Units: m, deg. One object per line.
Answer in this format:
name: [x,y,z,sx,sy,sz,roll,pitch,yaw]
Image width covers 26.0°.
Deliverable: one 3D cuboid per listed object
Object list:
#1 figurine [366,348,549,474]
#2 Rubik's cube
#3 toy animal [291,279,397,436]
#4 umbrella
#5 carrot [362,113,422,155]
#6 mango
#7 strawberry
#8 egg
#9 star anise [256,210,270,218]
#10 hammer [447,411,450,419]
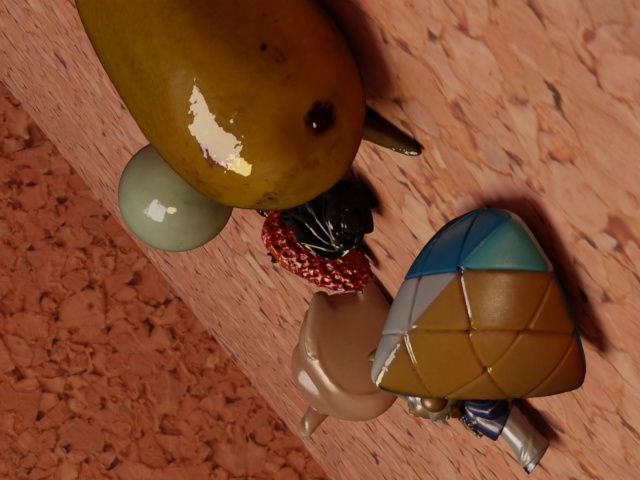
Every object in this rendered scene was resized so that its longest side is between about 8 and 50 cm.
figurine: [0.197,0.212,1.918,0.274,0.133,0.194,37,-177,29]
Rubik's cube: [0.143,0.079,1.571,0.254,0.254,0.254,48,165,17]
toy animal: [0.038,0.188,2.213,0.256,0.195,0.213,129,120,-78]
umbrella: [-0.029,-0.068,1.986,0.118,0.118,0.340,61,168,-30]
carrot: [0.041,-0.145,1.705,0.254,0.049,0.049,30,154,47]
mango: [-0.132,-0.225,1.630,0.445,0.232,0.300,46,149,23]
strawberry: [0.000,0.000,2.074,0.188,0.121,0.082,30,145,19]
egg: [-0.254,-0.081,2.439,0.203,0.203,0.283,53,165,-4]
star anise: [-0.083,-0.076,2.214,0.168,0.057,0.168,47,166,16]
hammer: [0.171,0.248,2.291,0.062,0.017,0.182,59,166,-26]
